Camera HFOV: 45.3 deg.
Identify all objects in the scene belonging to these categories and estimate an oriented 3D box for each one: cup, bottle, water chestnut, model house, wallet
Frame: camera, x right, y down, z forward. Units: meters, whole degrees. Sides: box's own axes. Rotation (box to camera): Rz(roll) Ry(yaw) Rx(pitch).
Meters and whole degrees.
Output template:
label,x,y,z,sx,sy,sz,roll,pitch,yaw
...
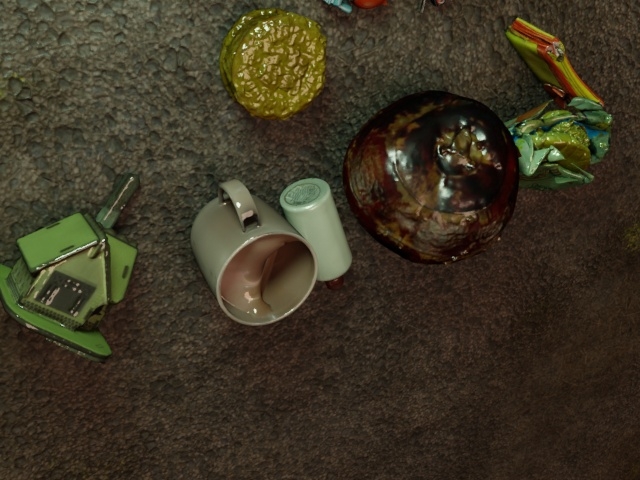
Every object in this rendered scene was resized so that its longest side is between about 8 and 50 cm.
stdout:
label,x,y,z,sx,sy,sz,roll,pitch,yaw
cup,-0.138,-0.002,1.388,0.191,0.200,0.253,-24,128,-16
bottle,0.000,0.000,1.534,0.104,0.104,0.245,-29,129,-12
water chestnut,0.214,-0.115,1.485,0.350,0.302,0.351,1,84,-8
model house,-0.375,0.019,1.266,0.204,0.218,0.279,35,93,-41
wallet,0.483,-0.348,1.579,0.067,0.141,0.241,-48,130,10

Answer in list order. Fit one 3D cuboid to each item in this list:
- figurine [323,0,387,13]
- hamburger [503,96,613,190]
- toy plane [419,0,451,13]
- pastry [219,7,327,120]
label,x,y,z,sx,sy,sz,roll,pitch,yaw
figurine,0.058,-0.433,1.327,0.140,0.068,0.075,-1,116,-27
hamburger,0.485,-0.173,1.616,0.275,0.151,0.260,-13,151,22
toy plane,0.221,-0.489,1.409,0.060,0.037,0.145,-1,123,-18
pastry,-0.080,-0.301,1.304,0.188,0.103,0.189,-14,124,-23
